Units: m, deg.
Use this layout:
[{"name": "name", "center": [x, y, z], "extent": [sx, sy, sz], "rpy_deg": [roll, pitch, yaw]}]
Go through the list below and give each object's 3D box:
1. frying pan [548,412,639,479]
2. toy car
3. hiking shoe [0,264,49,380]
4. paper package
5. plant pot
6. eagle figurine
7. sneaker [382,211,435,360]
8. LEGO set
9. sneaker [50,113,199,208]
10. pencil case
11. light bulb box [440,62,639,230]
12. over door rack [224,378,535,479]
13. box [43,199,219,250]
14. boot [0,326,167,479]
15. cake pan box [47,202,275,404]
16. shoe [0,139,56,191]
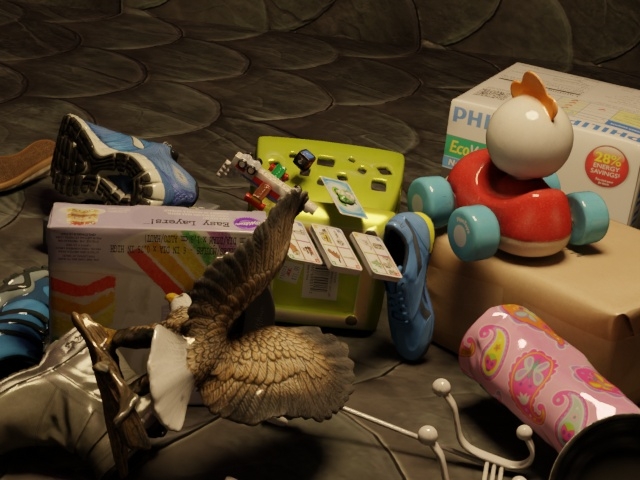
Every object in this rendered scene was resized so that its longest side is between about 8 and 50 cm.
[{"name": "frying pan", "center": [0.375, 0.237, 1.144], "extent": [0.326, 0.053, 0.197], "rpy_deg": [-38, 76, -15]}, {"name": "toy car", "center": [0.261, -0.116, 1.474], "extent": [0.219, 0.238, 0.210], "rpy_deg": [-7, 27, -25]}, {"name": "hiking shoe", "center": [-0.384, 0.134, 1.370], "extent": [0.132, 0.113, 0.304], "rpy_deg": [35, 31, 10]}, {"name": "paper package", "center": [0.349, 0.079, 1.554], "extent": [0.310, 0.168, 0.325], "rpy_deg": [-17, 31, -41]}, {"name": "plant pot", "center": [0.000, 0.000, 1.594], "extent": [0.227, 0.228, 0.207], "rpy_deg": [7, 29, -1]}, {"name": "eagle figurine", "center": [-0.100, 0.093, 1.166], "extent": [0.298, 0.226, 0.225], "rpy_deg": [-18, 60, -17]}, {"name": "sneaker", "center": [0.106, 0.065, 1.474], "extent": [0.069, 0.209, 0.082], "rpy_deg": [11, 19, 37]}, {"name": "LEGO set", "center": [-0.020, -0.035, 1.424], "extent": [0.182, 0.060, 0.244], "rpy_deg": [11, 38, -38]}, {"name": "sneaker", "center": [-0.316, -0.110, 1.774], "extent": [0.147, 0.129, 0.330], "rpy_deg": [3, 20, -46]}, {"name": "pencil case", "center": [0.287, 0.192, 1.301], "extent": [0.124, 0.124, 0.284], "rpy_deg": [-10, 37, -33]}, {"name": "light bulb box", "center": [0.450, -0.158, 2.048], "extent": [0.358, 0.225, 0.361], "rpy_deg": [17, 27, 24]}, {"name": "over door rack", "center": [0.067, 0.239, 1.196], "extent": [0.324, 0.108, 0.239], "rpy_deg": [10, 23, 11]}, {"name": "box", "center": [-0.298, -0.021, 1.767], "extent": [0.183, 0.059, 0.233], "rpy_deg": [15, 25, 22]}, {"name": "boot", "center": [-0.280, 0.209, 1.199], "extent": [0.161, 0.083, 0.246], "rpy_deg": [41, 59, 14]}, {"name": "cake pan box", "center": [-0.189, 0.081, 1.326], "extent": [0.267, 0.245, 0.070], "rpy_deg": [3, 27, -9]}, {"name": "shoe", "center": [-0.543, -0.116, 1.945], "extent": [0.076, 0.058, 0.219], "rpy_deg": [37, 38, 17]}]
